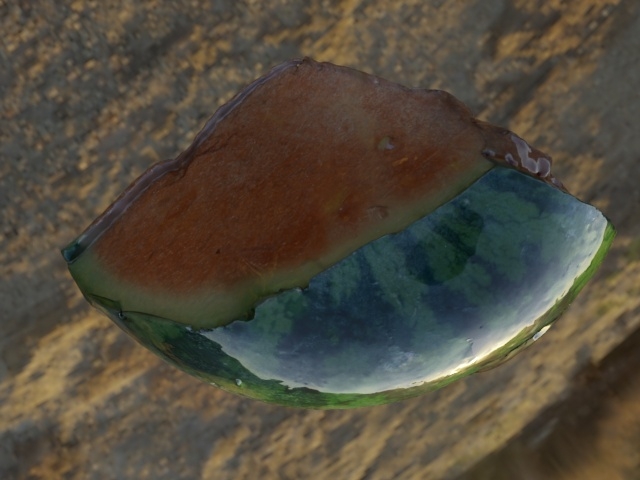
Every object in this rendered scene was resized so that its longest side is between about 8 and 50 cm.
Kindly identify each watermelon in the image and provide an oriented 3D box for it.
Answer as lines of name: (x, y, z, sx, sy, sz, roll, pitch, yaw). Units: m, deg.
watermelon: (0.017, 0.013, 0.930, 0.292, 0.319, 0.222, -50, -177, -2)
